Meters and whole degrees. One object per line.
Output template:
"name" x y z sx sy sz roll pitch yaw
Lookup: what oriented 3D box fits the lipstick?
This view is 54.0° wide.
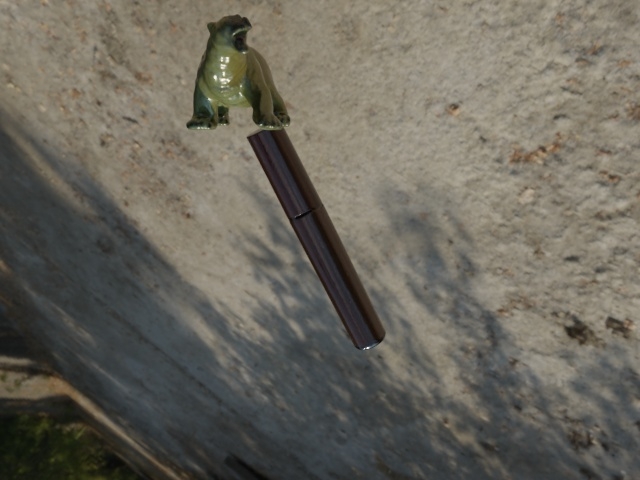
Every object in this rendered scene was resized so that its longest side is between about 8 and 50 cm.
"lipstick" 0.000 0.000 0.895 0.057 0.057 0.356 -5 118 52

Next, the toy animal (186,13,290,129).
"toy animal" -0.085 -0.163 0.637 0.103 0.100 0.218 1 -168 1
